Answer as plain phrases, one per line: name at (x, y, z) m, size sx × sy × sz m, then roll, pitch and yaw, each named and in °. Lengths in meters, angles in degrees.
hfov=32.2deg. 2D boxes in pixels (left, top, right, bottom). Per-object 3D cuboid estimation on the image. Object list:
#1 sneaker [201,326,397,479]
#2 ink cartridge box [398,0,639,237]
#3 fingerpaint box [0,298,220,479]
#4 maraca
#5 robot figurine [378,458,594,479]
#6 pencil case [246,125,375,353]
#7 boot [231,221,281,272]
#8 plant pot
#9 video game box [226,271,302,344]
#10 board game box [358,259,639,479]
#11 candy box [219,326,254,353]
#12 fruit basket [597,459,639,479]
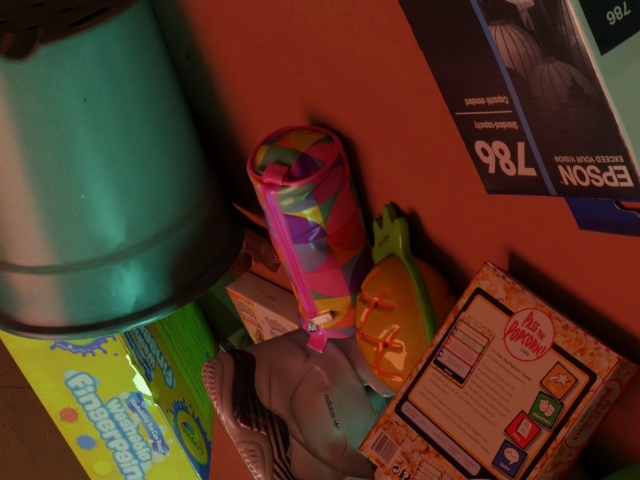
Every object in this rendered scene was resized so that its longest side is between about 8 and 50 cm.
sneaker at (0.040, 0.229, 1.169) m, size 0.366 × 0.210 × 0.137 m, roll 55°, pitch 171°, yaw 26°
ink cartridge box at (0.130, -0.123, 0.675) m, size 0.333 × 0.065 × 0.165 m, roll 60°, pitch 159°, yaw -17°
fingerpaint box at (-0.316, 0.120, 1.672) m, size 0.371 × 0.163 × 0.445 m, roll -94°, pitch -17°, yaw -58°
maraca at (0.078, 0.060, 1.039) m, size 0.127 × 0.099 × 0.186 m, roll 128°, pitch 132°, yaw -67°
robot figurine at (0.183, 0.296, 1.010) m, size 0.353 × 0.199 × 0.300 m, roll 53°, pitch 169°, yaw 5°
pencil case at (0.000, 0.000, 1.110) m, size 0.104 × 0.104 × 0.236 m, roll 34°, pitch 150°, yaw 45°
boot at (-0.082, 0.021, 1.427) m, size 0.114 × 0.037 × 0.106 m, roll 29°, pitch 150°, yaw 42°
plant pot at (-0.287, -0.117, 1.285) m, size 0.341 × 0.341 × 0.334 m, roll 32°, pitch 143°, yaw 47°
video game box at (-0.031, 0.149, 1.492) m, size 0.205 × 0.048 × 0.187 m, roll 21°, pitch 139°, yaw 57°
board game box at (0.138, 0.136, 0.887) m, size 0.147 × 0.193 × 0.045 m, roll 40°, pitch -170°, yaw 38°
candy box at (-0.100, 0.234, 1.773) m, size 0.109 × 0.053 × 0.187 m, roll 43°, pitch 158°, yaw 29°
fruit basket at (0.253, 0.368, 0.733) m, size 0.283 × 0.392 × 0.392 m, roll 18°, pitch 139°, yaw 59°
